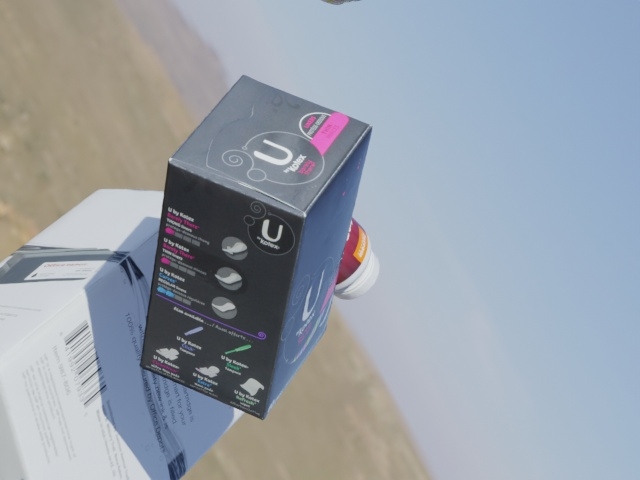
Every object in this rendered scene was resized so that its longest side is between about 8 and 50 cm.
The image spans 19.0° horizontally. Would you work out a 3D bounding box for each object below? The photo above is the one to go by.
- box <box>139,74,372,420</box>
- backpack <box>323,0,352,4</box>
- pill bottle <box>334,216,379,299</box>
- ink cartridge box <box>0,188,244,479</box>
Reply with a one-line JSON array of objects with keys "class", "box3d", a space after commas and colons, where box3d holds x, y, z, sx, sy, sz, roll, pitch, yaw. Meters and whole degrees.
[{"class": "box", "box3d": [-0.064, 0.008, 1.826, 0.143, 0.165, 0.270, 22, -48, 12]}, {"class": "backpack", "box3d": [0.010, -0.281, 1.779, 0.114, 0.084, 0.105, 9, 76, -46]}, {"class": "pill bottle", "box3d": [0.000, 0.000, 2.030, 0.152, 0.086, 0.086, 44, 12, -47]}, {"class": "ink cartridge box", "box3d": [-0.260, 0.153, 2.096, 0.395, 0.166, 0.285, -43, 129, -49]}]
